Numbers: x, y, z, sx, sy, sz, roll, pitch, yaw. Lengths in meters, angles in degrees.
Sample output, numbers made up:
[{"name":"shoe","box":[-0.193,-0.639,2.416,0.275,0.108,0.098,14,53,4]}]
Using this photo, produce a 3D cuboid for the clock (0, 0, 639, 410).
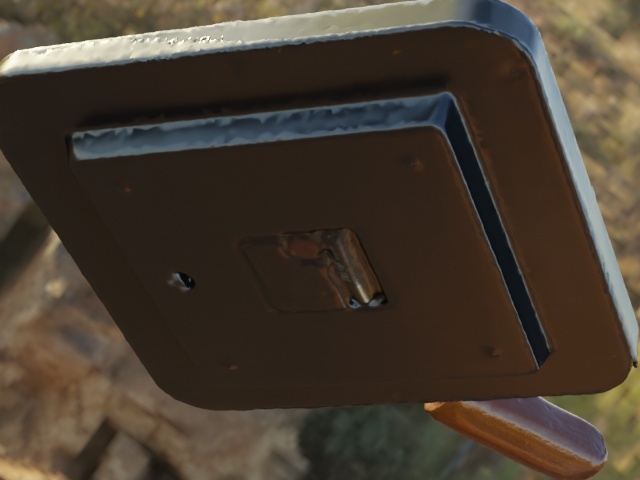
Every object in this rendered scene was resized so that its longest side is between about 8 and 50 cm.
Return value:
[{"name":"clock","box":[0.000,0.001,0.900,0.279,0.273,0.049,62,31,-44]}]

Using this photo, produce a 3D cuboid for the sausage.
[{"name":"sausage","box":[0.121,0.112,1.108,0.131,0.039,0.041,29,39,-28]}]
